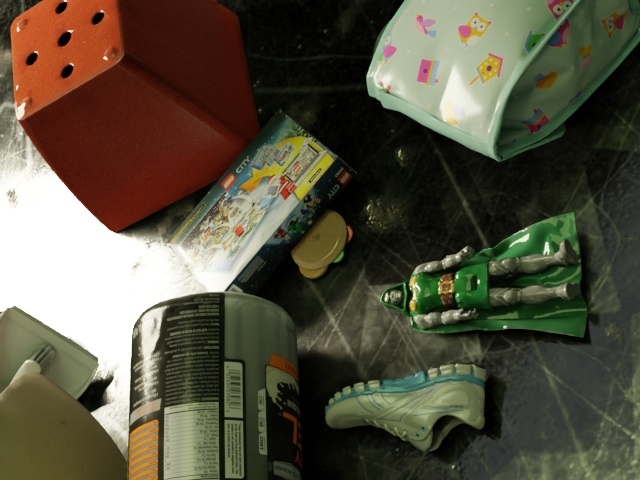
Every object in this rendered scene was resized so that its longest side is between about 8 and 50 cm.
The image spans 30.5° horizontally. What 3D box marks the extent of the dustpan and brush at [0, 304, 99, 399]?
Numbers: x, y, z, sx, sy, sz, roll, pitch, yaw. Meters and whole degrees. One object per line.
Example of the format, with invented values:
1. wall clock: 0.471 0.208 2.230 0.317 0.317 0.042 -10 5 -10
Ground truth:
1. dustpan and brush: -0.406 0.208 1.560 0.211 0.147 0.060 -54 6 26

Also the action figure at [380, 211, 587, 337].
1. action figure: 0.169 0.052 1.284 0.232 0.063 0.137 -12 64 32

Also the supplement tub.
1. supplement tub: -0.116 0.232 1.294 0.194 0.193 0.316 -17 60 26

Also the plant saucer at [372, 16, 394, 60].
1. plant saucer: 0.114 -0.251 1.489 0.119 0.021 0.119 -14 61 28

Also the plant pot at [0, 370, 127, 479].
1. plant pot: -0.320 0.321 1.368 0.191 0.284 0.284 26 82 2

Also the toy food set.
1. toy food set: 0.000 0.000 1.442 0.083 0.020 0.083 -37 52 13

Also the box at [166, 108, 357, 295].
1. box: -0.078 -0.039 1.482 0.233 0.044 0.159 -49 40 3

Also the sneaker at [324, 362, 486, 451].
1. sneaker: 0.090 0.190 1.262 0.191 0.071 0.082 -17 65 26

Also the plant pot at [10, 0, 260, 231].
1. plant pot: -0.269 -0.213 1.585 0.267 0.236 0.267 -26 56 21

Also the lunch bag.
1. lunch bag: 0.202 -0.224 1.333 0.223 0.160 0.262 35 83 39

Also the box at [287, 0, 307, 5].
1. box: -0.064 -0.431 1.658 0.180 0.077 0.147 27 84 39

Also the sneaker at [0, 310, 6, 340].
1. sneaker: -0.502 0.220 1.628 0.314 0.116 0.136 -39 66 16
